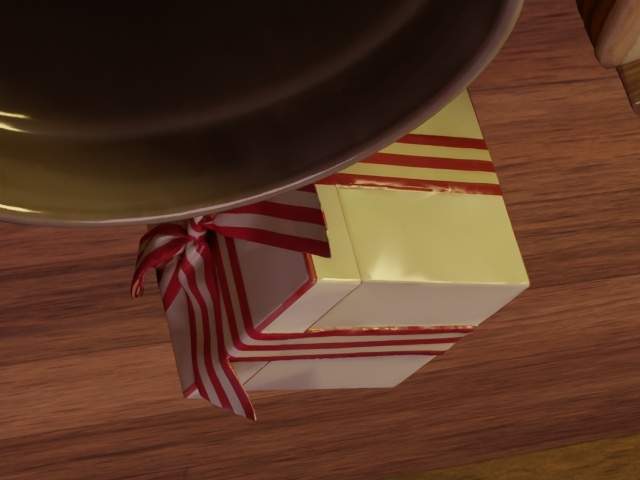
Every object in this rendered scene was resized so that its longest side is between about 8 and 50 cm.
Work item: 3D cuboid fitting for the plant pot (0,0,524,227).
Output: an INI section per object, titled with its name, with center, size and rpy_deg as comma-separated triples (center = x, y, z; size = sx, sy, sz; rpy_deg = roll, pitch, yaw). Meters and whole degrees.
[plant pot]
center = -0.089, -0.203, 0.741
size = 0.323, 0.280, 0.323
rpy_deg = -12, 156, -5

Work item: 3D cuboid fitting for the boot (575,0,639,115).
[boot]
center = 0.191, -0.213, 0.958
size = 0.104, 0.211, 0.295
rpy_deg = -19, 166, 4

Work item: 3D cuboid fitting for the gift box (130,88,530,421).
[gift box]
center = 0.000, 0.000, 1.262
size = 0.258, 0.276, 0.255
rpy_deg = 3, 145, -33
